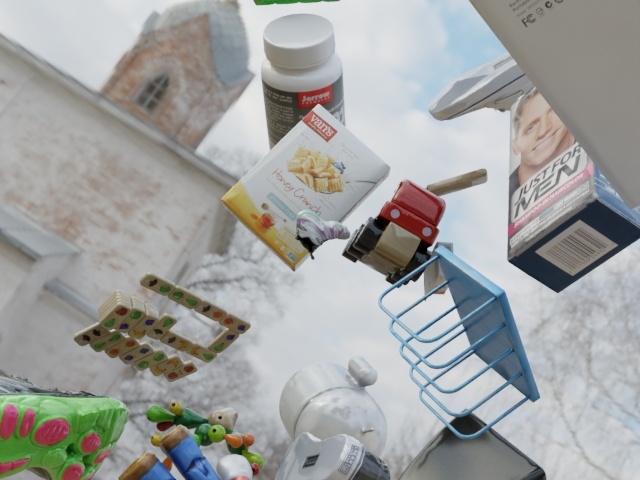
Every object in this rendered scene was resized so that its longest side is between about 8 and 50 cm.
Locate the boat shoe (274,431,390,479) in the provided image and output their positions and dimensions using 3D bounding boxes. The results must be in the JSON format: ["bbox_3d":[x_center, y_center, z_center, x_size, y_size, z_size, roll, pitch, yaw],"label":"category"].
[{"bbox_3d":[0.014,0.263,1.135,0.076,0.080,0.228,32,-25,-10],"label":"boat shoe"}]

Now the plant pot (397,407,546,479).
[{"bbox_3d":[0.222,0.405,1.537,0.188,0.167,0.187,37,-36,50],"label":"plant pot"}]

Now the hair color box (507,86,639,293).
[{"bbox_3d":[0.366,-0.112,1.464,0.105,0.347,0.174,31,-47,-19],"label":"hair color box"}]

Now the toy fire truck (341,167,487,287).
[{"bbox_3d":[0.170,-0.049,1.677,0.159,0.246,0.217,30,-9,-2],"label":"toy fire truck"}]

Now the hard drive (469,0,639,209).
[{"bbox_3d":[0.324,-0.229,1.059,0.233,0.047,0.353,-34,-79,33],"label":"hard drive"}]

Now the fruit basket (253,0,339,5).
[{"bbox_3d":[-0.067,-0.645,2.028,0.327,0.353,0.165,-8,-21,-19],"label":"fruit basket"}]

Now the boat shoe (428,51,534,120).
[{"bbox_3d":[0.310,-0.259,1.712,0.258,0.095,0.084,-26,-61,25],"label":"boat shoe"}]

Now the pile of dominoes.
[{"bbox_3d":[-0.269,0.166,1.721,0.251,0.196,0.040,31,26,-36],"label":"pile of dominoes"}]

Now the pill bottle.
[{"bbox_3d":[-0.033,-0.289,1.984,0.161,0.161,0.283,22,-43,28],"label":"pill bottle"}]

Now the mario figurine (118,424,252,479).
[{"bbox_3d":[-0.168,0.449,1.541,0.320,0.198,0.170,51,5,4],"label":"mario figurine"}]

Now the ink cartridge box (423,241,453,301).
[{"bbox_3d":[0.195,0.054,1.664,0.029,0.062,0.115,3,-26,-5],"label":"ink cartridge box"}]

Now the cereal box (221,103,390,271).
[{"bbox_3d":[-0.023,-0.091,1.697,0.173,0.240,0.047,42,-9,10],"label":"cereal box"}]

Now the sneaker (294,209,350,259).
[{"bbox_3d":[0.000,0.000,1.556,0.098,0.069,0.038,21,-23,-26],"label":"sneaker"}]

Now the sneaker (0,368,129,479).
[{"bbox_3d":[-0.465,0.274,1.575,0.202,0.185,0.483,33,-5,25],"label":"sneaker"}]

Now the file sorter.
[{"bbox_3d":[0.150,0.118,1.115,0.118,0.104,0.170,42,-19,52],"label":"file sorter"}]

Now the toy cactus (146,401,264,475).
[{"bbox_3d":[-0.183,0.333,1.700,0.219,0.112,0.180,12,10,14],"label":"toy cactus"}]

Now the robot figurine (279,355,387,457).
[{"bbox_3d":[0.025,0.390,2.180,0.200,0.299,0.353,27,4,-18],"label":"robot figurine"}]
